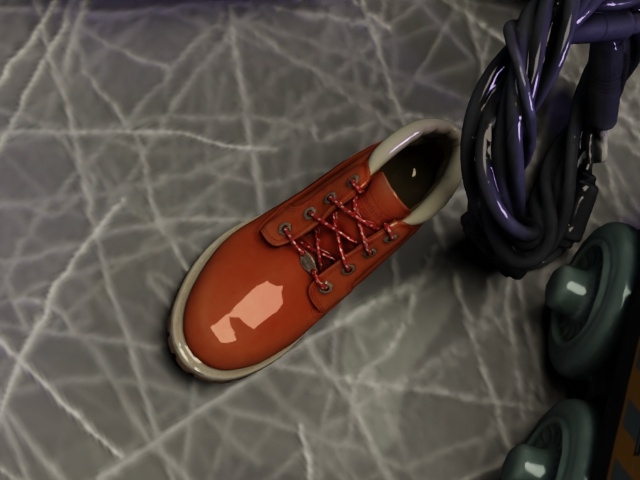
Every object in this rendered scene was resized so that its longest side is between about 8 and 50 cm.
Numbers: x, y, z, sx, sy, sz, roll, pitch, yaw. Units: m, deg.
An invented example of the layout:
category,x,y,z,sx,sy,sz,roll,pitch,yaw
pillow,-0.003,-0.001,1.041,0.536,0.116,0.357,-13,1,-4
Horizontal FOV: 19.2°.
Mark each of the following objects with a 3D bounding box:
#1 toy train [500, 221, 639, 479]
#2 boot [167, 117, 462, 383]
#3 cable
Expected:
category,x,y,z,sx,sy,sz,roll,pitch,yaw
toy train,0.164,0.109,0.799,0.142,0.190,0.334,23,69,-13
boot,0.000,0.000,0.829,0.158,0.084,0.059,-41,93,-23
cable,0.110,-0.057,0.831,0.047,0.184,0.151,29,86,20
